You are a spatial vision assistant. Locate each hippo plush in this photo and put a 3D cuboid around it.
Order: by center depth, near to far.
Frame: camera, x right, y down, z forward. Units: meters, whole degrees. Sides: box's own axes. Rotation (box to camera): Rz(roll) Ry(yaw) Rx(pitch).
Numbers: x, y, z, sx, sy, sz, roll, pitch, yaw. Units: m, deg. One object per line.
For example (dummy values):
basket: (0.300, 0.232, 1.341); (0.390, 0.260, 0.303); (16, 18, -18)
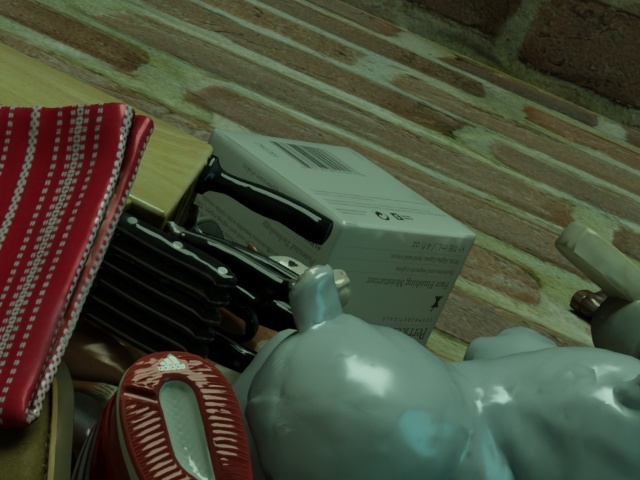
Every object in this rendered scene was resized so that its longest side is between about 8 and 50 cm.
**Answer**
hippo plush: (0.065, 0.142, 0.909); (0.237, 0.234, 0.294); (7, -11, -20)

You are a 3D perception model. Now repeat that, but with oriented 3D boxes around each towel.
towel: (-0.243, 0.000, 0.922); (0.275, 0.198, 0.031); (5, -31, 23)

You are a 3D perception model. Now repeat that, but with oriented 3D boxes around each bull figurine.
bull figurine: (-0.066, 0.091, 1.110); (0.188, 0.101, 0.310); (38, 30, 31)

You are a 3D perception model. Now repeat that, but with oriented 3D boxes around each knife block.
knife block: (-0.126, -0.031, 1.060); (0.242, 0.088, 0.275); (-1, 41, -35)

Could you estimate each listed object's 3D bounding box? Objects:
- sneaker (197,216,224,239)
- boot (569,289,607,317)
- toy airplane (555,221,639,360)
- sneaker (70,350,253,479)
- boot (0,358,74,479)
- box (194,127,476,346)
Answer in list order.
sneaker: (-0.147, 0.021, 1.274); (0.118, 0.083, 0.222); (0, -6, 14)
boot: (0.335, 0.084, 1.781); (0.106, 0.037, 0.114); (-13, 34, -42)
toy airplane: (0.366, 0.152, 1.313); (0.386, 0.272, 0.384); (21, -24, 25)
sneaker: (-0.072, 0.177, 0.844); (0.087, 0.128, 0.221); (3, 67, -23)
boot: (-0.185, 0.130, 0.857); (0.115, 0.112, 0.305); (6, 23, -17)
box: (0.000, 0.000, 1.458); (0.181, 0.119, 0.182); (4, 26, -48)
